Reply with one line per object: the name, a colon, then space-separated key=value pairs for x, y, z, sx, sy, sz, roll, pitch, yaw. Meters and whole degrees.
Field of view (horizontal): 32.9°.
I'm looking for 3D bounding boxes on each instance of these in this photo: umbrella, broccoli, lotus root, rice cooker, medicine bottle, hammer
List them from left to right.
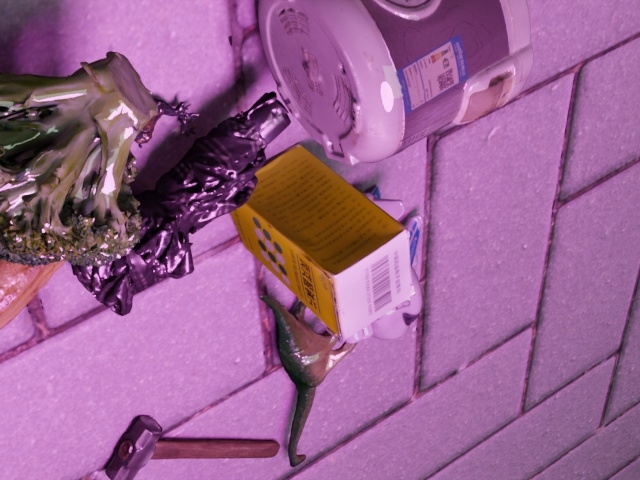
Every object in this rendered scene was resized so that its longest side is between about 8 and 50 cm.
lotus root: x=-0.342 y=0.010 z=1.247 sx=0.258 sy=0.097 sz=0.110 roll=-53 pitch=177 yaw=-32
broccoli: x=-0.286 y=-0.091 z=1.118 sx=0.241 sy=0.261 sz=0.269 roll=-31 pitch=111 yaw=12
umbrella: x=-0.164 y=-0.046 z=1.376 sx=0.336 sy=0.128 sz=0.154 roll=-44 pitch=-179 yaw=-11
hammer: x=-0.192 y=0.350 z=1.797 sx=0.365 sy=0.043 sz=0.111 roll=14 pitch=113 yaw=-51
medicine bottle: x=0.000 y=0.000 z=1.485 sx=0.141 sy=0.250 sz=0.137 roll=-32 pitch=140 yaw=-23
rice cooker: x=0.095 y=-0.256 z=1.312 sx=0.277 sy=0.288 sz=0.288 roll=-29 pitch=140 yaw=-20

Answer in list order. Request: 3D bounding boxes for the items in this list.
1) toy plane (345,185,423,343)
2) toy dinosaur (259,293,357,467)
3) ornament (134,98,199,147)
toy plane: x=0.093 y=0.043 z=1.699 sx=0.267 sy=0.122 sz=0.267 roll=-19 pitch=112 yaw=-57
toy dinosaur: x=-0.059 y=0.225 z=1.789 sx=0.301 sy=0.087 sz=0.447 roll=-45 pitch=142 yaw=8
ornament: x=-0.203 y=-0.145 z=1.333 sx=0.125 sy=0.028 sz=0.073 roll=8 pitch=117 yaw=-46
